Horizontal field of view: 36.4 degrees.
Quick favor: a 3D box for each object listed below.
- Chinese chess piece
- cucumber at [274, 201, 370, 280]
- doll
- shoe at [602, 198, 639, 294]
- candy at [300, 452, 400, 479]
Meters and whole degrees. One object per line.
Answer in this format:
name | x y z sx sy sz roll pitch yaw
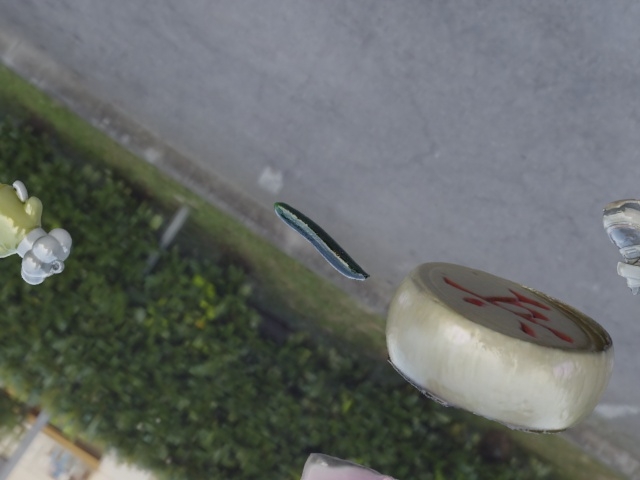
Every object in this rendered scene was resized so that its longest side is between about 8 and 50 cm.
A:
Chinese chess piece | 0.194 0.113 1.074 0.250 0.103 0.250 16 -165 -4
cucumber | 0.000 0.000 1.472 0.184 0.033 0.036 43 160 12
doll | -0.412 -0.011 1.341 0.162 0.106 0.062 42 -169 13
shoe | 0.403 0.026 1.180 0.180 0.092 0.089 34 156 -21
candy | 0.023 0.363 0.983 0.156 0.265 0.116 12 164 17
